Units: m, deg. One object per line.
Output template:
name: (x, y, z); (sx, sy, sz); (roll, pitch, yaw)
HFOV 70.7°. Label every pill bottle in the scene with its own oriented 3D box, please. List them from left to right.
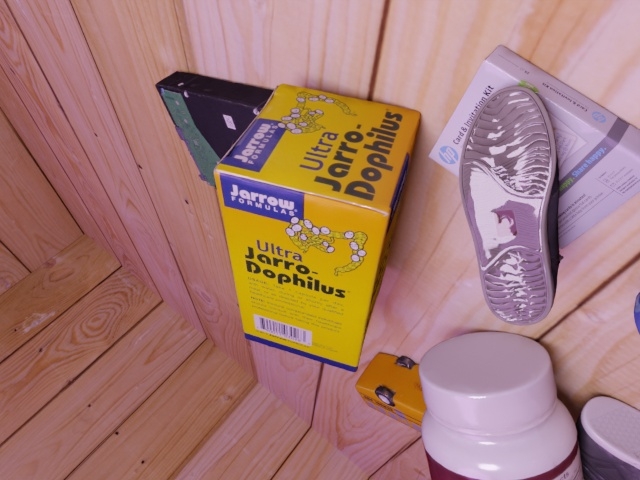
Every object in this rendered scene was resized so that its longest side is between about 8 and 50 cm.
pill bottle: (0.284, 0.362, 0.707); (0.224, 0.224, 0.392); (0, 108, 53)

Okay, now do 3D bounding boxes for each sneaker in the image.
sneaker: (0.199, -0.038, 0.459); (0.083, 0.118, 0.222); (1, 104, 32)
sneaker: (0.503, 0.357, 0.650); (0.296, 0.104, 0.147); (36, 153, 28)

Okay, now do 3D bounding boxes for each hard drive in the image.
hard drive: (-0.132, -0.165, 0.811); (0.339, 0.064, 0.237); (22, 145, 34)

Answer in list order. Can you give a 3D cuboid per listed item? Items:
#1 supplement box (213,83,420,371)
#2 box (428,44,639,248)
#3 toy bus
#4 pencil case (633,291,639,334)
supplement box: (0.000, 0.000, 0.641); (0.195, 0.194, 0.356); (14, 140, 10)
box: (0.223, -0.090, 0.472); (0.186, 0.038, 0.145); (39, 152, 11)
toy bus: (0.231, 0.352, 0.987); (0.333, 0.108, 0.130); (8, 136, 48)
pencil case: (0.372, 0.014, 0.327); (0.133, 0.119, 0.306); (46, 156, 28)
